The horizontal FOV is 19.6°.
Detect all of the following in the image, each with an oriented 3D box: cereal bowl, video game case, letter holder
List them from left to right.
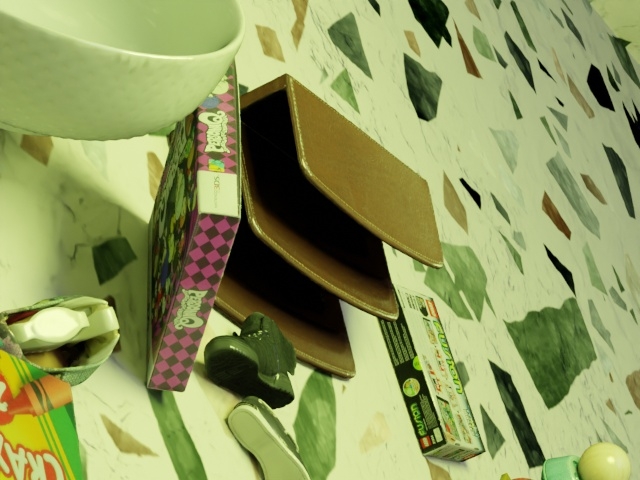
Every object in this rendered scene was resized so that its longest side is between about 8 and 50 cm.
[{"bbox_3d":[-0.241,-0.186,1.530,0.339,0.141,0.339,21,26,-11],"label":"cereal bowl"},{"bbox_3d":[-0.115,-0.018,1.640,0.042,0.232,0.210,8,45,-13],"label":"video game case"},{"bbox_3d":[0.000,0.000,1.944,0.302,0.152,0.214,33,38,-52],"label":"letter holder"}]

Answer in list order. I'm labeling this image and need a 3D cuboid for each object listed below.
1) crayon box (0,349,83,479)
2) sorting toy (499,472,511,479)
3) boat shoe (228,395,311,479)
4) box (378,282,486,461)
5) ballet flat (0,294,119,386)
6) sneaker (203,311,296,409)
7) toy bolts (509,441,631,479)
[{"bbox_3d":[-0.240,0.215,1.244,0.202,0.081,0.318,35,35,-51],"label":"crayon box"},{"bbox_3d":[0.223,0.398,2.134,0.132,0.046,0.274,49,26,-33],"label":"sorting toy"},{"bbox_3d":[-0.041,0.203,1.762,0.125,0.046,0.038,52,28,-7],"label":"boat shoe"},{"bbox_3d":[0.128,0.159,2.205,0.114,0.036,0.207,22,45,-59],"label":"box"},{"bbox_3d":[-0.210,0.077,1.472,0.077,0.079,0.221,65,21,6],"label":"ballet flat"},{"bbox_3d":[-0.069,0.107,1.804,0.170,0.051,0.089,43,29,-51],"label":"sneaker"},{"bbox_3d":[0.338,0.312,2.164,0.228,0.158,0.218,40,29,-24],"label":"toy bolts"}]
